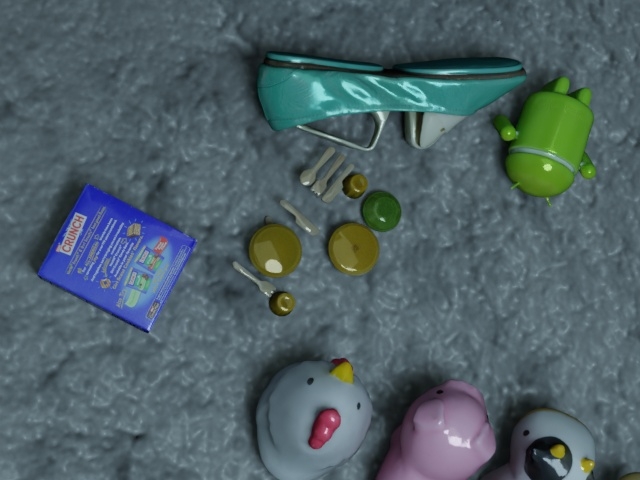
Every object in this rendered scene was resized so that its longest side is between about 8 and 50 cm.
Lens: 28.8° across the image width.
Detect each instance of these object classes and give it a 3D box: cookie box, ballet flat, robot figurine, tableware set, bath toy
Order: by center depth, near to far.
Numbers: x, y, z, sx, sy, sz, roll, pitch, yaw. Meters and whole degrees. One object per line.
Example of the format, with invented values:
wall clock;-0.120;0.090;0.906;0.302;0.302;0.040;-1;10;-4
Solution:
bath toy;0.116;0.189;1.055;0.348;0.129;0.151;22;78;-6
cookie box;-0.174;0.016;1.071;0.107;0.040;0.092;28;77;-6
tableware set;0.000;0.000;1.119;0.104;0.024;0.154;40;75;-6
ballet flat;0.063;-0.125;1.130;0.247;0.083;0.087;0;105;-11
robot figurine;0.211;-0.091;1.149;0.101;0.067;0.115;23;78;-15
